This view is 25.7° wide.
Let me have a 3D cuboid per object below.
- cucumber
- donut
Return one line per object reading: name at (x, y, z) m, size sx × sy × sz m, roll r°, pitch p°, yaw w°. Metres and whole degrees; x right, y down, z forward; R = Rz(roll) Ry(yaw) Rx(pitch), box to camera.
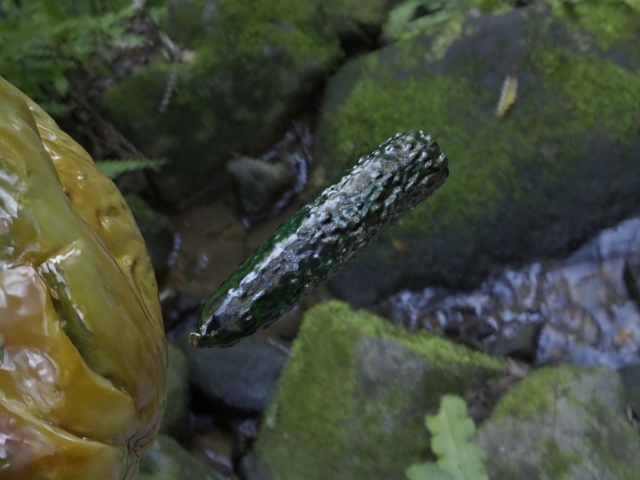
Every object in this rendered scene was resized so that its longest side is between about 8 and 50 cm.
cucumber at (0.000, 0.000, 1.140) m, size 0.068 × 0.067 × 0.293 m, roll 24°, pitch 46°, yaw 30°
donut at (-0.254, 0.054, 0.777) m, size 0.360 × 0.170 × 0.360 m, roll 1°, pitch 95°, yaw 12°
